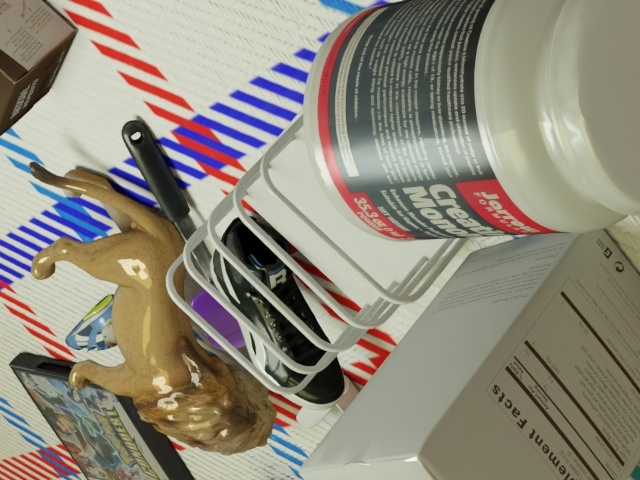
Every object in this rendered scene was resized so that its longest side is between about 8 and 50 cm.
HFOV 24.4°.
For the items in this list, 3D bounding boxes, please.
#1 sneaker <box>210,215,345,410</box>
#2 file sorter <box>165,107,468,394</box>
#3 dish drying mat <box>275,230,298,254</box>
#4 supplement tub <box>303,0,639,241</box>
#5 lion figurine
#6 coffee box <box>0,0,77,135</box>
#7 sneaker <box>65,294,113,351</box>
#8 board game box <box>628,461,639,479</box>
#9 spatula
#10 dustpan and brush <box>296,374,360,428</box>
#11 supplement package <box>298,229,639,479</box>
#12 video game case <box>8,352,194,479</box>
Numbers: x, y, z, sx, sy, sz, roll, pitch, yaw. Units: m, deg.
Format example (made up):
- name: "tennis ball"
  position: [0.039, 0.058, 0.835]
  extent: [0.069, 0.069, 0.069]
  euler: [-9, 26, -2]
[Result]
- name: "sneaker"
  position: [-0.044, 0.073, 1.546]
  extent: [0.217, 0.079, 0.121]
  euler: [53, 157, 15]
- name: "file sorter"
  position: [0.000, 0.000, 1.368]
  extent: [0.193, 0.173, 0.278]
  euler: [43, 146, -2]
- name: "dish drying mat"
  position: [-0.024, -0.007, 1.547]
  extent: [0.032, 0.008, 0.083]
  euler: [47, 147, -8]
- name: "supplement tub"
  position: [0.137, -0.098, 1.095]
  extent: [0.272, 0.191, 0.191]
  euler: [-3, 127, 49]
- name: "lion figurine"
  position: [-0.196, 0.084, 1.719]
  extent: [0.240, 0.142, 0.392]
  euler: [11, 135, 34]
- name: "coffee box"
  position: [-0.394, -0.243, 1.569]
  extent: [0.246, 0.098, 0.141]
  euler: [42, 148, 0]
- name: "sneaker"
  position: [-0.291, 0.122, 1.944]
  extent: [0.059, 0.053, 0.144]
  euler: [43, 149, -7]
- name: "board game box"
  position: [0.323, 0.333, 1.521]
  extent: [0.254, 0.079, 0.336]
  euler: [43, 148, -2]
- name: "spatula"
  position: [-0.142, -0.004, 1.633]
  extent: [0.296, 0.084, 0.030]
  euler: [62, 175, -19]
- name: "dustpan and brush"
  position: [0.007, 0.178, 1.686]
  extent: [0.147, 0.060, 0.211]
  euler: [40, 147, 3]
- name: "supplement package"
  position: [0.158, 0.151, 1.275]
  extent: [0.175, 0.293, 0.177]
  euler: [51, 148, -14]
- name: "video game case"
  position: [-0.312, 0.288, 2.182]
  extent: [0.248, 0.035, 0.275]
  euler: [6, 134, 43]
